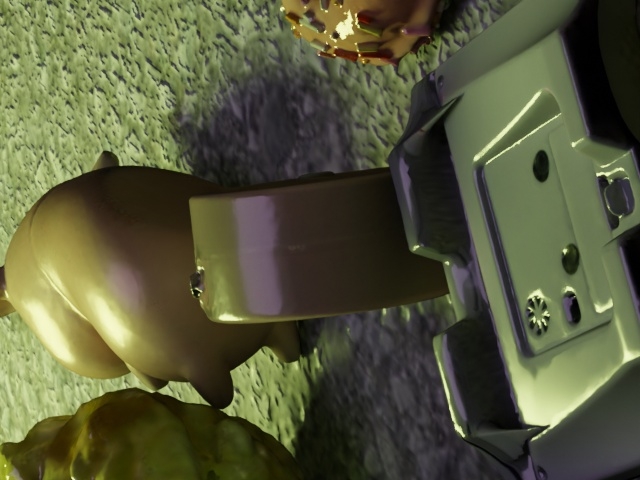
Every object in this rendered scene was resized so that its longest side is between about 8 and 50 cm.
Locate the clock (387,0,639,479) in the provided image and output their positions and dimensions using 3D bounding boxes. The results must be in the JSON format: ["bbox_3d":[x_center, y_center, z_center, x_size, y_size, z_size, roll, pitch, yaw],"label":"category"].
[{"bbox_3d":[0.123,-0.003,0.960,0.186,0.083,0.253,-36,64,58],"label":"clock"}]

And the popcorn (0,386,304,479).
[{"bbox_3d":[-0.113,0.217,1.267,0.249,0.249,0.225,-21,41,61],"label":"popcorn"}]

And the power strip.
[{"bbox_3d":[0.000,0.000,1.111,0.154,0.154,0.078,0,98,61],"label":"power strip"}]

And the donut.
[{"bbox_3d":[0.030,-0.158,1.119,0.117,0.065,0.166,67,149,29],"label":"donut"}]

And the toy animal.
[{"bbox_3d":[-0.130,0.024,1.349,0.250,0.166,0.154,5,117,50],"label":"toy animal"}]
